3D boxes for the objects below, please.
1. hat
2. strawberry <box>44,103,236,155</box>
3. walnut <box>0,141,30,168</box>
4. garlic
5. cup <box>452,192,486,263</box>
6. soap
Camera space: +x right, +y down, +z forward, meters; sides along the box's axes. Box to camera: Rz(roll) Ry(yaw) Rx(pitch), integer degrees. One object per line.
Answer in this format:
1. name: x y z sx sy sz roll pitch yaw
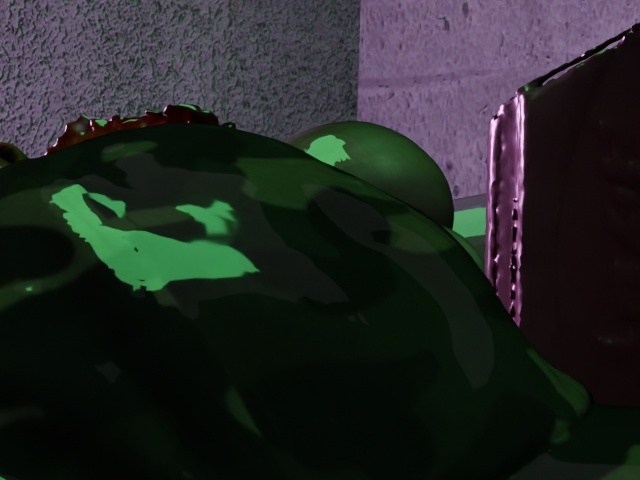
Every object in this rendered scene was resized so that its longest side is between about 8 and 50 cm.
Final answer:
1. hat: 0.064 0.047 0.712 0.382 0.257 0.366 -18 0 10
2. strawberry: -0.104 0.030 1.280 0.234 0.234 0.178 2 -19 30
3. walnut: -0.329 0.013 1.617 0.209 0.209 0.336 1 -8 -21
4. garlic: 0.036 0.048 1.495 0.231 0.246 0.340 41 12 27
5. cup: 0.154 0.034 1.779 0.288 0.203 0.203 -5 3 -11
6. soap: 0.162 0.013 0.930 0.162 0.250 0.099 0 0 0
